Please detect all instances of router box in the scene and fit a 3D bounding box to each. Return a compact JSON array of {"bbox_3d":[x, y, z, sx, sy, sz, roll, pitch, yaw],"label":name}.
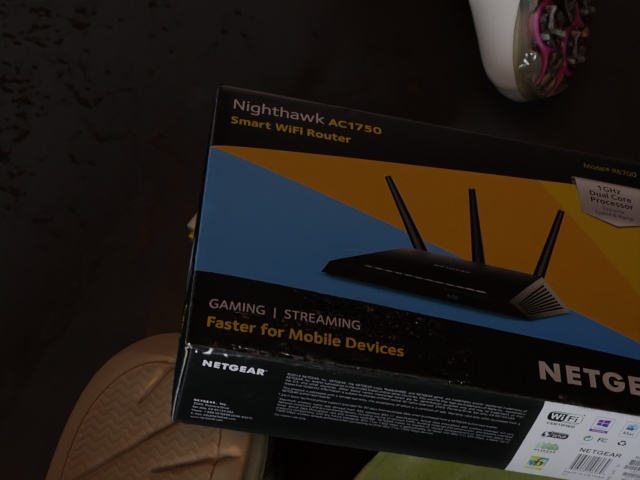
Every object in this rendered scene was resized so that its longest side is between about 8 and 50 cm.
[{"bbox_3d":[0.041,0.014,0.438,0.179,0.046,0.133,10,44,-9],"label":"router box"}]

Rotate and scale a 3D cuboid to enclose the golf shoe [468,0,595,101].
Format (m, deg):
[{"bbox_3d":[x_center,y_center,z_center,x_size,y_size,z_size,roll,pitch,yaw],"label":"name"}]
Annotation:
[{"bbox_3d":[0.076,-0.143,0.550,0.086,0.067,0.186,-13,66,28],"label":"golf shoe"}]

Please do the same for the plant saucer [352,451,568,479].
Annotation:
[{"bbox_3d":[0.104,0.167,0.435,0.241,0.037,0.241,-2,69,4],"label":"plant saucer"}]

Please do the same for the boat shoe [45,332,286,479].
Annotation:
[{"bbox_3d":[-0.070,0.176,0.414,0.103,0.092,0.285,2,64,30],"label":"boat shoe"}]

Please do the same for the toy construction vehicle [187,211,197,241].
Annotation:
[{"bbox_3d":[0.000,0.000,0.511,0.098,0.035,0.086,31,75,6],"label":"toy construction vehicle"}]
